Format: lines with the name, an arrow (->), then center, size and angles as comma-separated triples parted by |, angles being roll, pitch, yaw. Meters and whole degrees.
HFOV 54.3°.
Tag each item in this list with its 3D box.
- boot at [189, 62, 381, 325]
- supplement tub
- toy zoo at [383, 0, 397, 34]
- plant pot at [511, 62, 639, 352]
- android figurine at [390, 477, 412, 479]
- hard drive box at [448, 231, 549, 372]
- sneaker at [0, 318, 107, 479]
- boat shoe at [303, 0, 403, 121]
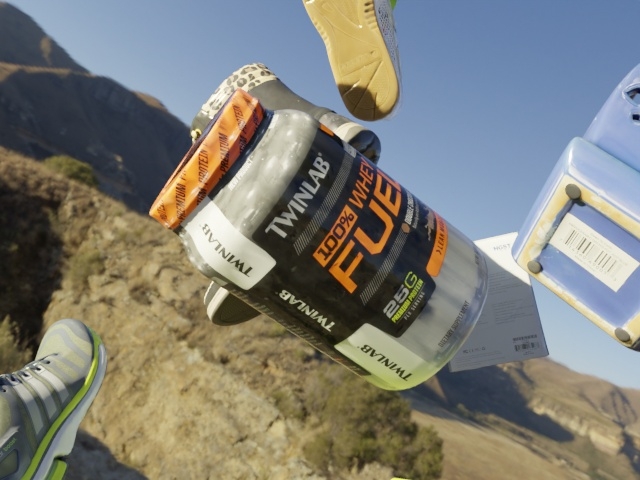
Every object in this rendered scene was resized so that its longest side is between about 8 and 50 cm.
boot -> -0.109, -0.082, 0.996 | 0.284, 0.377, 0.138 | 45, 18, 31
supplement tub -> 0.000, 0.000, 0.690 | 0.338, 0.207, 0.207 | 35, -6, -17
toy zoo -> 0.095, -0.413, 1.120 | 0.030, 0.192, 0.293 | 8, -28, -7
plant pot -> 0.377, -0.027, 0.733 | 0.236, 0.212, 0.236 | 42, -31, 23
android figurine -> 0.079, 0.377, 0.723 | 0.273, 0.248, 0.056 | -12, -73, 44
hard drive box -> 0.312, 0.119, 1.185 | 0.181, 0.232, 0.089 | -12, -12, 13
sneaker -> -0.337, 0.182, 0.713 | 0.121, 0.111, 0.300 | 48, 16, -27
boat shoe -> 0.044, -0.283, 0.798 | 0.098, 0.277, 0.096 | -12, 1, 21
